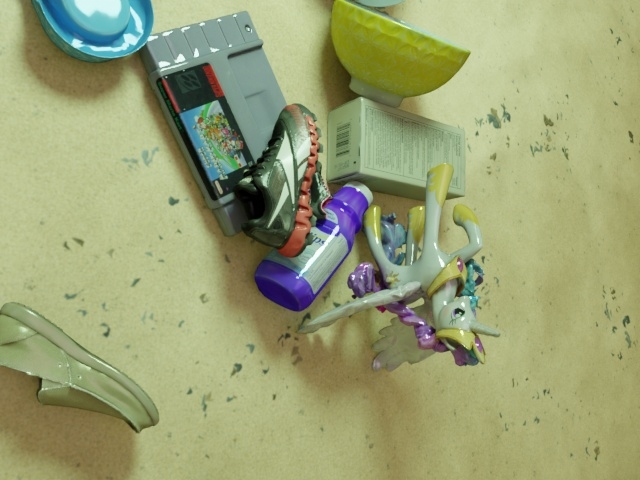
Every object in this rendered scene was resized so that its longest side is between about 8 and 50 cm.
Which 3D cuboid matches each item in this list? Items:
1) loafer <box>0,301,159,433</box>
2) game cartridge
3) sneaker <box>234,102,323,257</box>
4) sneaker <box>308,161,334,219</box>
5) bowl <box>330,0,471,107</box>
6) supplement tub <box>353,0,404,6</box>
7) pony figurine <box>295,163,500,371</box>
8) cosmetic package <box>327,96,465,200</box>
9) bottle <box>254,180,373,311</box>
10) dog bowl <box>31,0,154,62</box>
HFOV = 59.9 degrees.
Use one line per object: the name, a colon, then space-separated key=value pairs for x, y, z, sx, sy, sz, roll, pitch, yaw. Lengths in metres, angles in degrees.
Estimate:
loafer: x=-0.348 y=0.196 z=0.776 sx=0.268 sy=0.102 sz=0.092 roll=42 pitch=63 yaw=-15
game cartridge: x=-0.151 y=-0.209 z=0.989 sx=0.230 sy=0.068 sz=0.355 roll=-33 pitch=105 yaw=-39
sneaker: x=-0.074 y=-0.114 z=0.939 sx=0.135 sy=0.097 sz=0.276 roll=13 pitch=74 yaw=-29
sneaker: x=-0.002 y=-0.088 z=1.013 sx=0.047 sy=0.057 sz=0.119 roll=54 pitch=41 yaw=-69
bowl: x=0.139 y=-0.366 z=1.132 sx=0.289 sy=0.289 sz=0.156 roll=3 pitch=120 yaw=-36
supplement tub: x=0.136 y=-0.680 z=1.147 sx=0.228 sy=0.228 sz=0.316 roll=27 pitch=69 yaw=-31
pony figurine: x=0.162 y=0.086 z=1.049 sx=0.302 sy=0.351 sz=0.364 roll=23 pitch=53 yaw=-36
cosmetic package: x=0.168 y=-0.183 z=1.189 sx=0.309 sy=0.113 sz=0.160 roll=8 pitch=80 yaw=-36
bottle: x=0.000 y=0.000 z=1.038 sx=0.283 sy=0.118 sz=0.092 roll=-50 pitch=146 yaw=-29
dog bowl: x=-0.371 y=-0.410 z=0.836 sx=0.166 sy=0.074 sz=0.297 roll=-28 pitch=102 yaw=-35
